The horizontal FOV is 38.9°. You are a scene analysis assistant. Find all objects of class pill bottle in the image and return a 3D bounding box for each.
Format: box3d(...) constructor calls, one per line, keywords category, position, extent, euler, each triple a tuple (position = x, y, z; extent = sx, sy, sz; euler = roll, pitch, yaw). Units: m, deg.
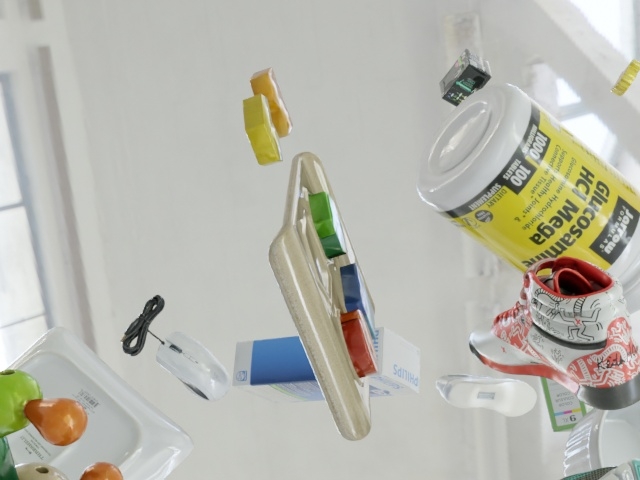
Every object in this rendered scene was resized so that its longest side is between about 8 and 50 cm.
box3d(category="pill bottle", position=(0.305, -0.041, 1.199), extent=(0.334, 0.187, 0.188), euler=(34, -37, -19))

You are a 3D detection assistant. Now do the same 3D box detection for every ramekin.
box3d(category="ramekin", position=(0.403, 0.287, 1.131), extent=(0.207, 0.207, 0.109), euler=(61, -30, 13))

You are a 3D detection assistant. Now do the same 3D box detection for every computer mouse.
box3d(category="computer mouse", position=(-0.221, 0.181, 1.453), extent=(0.193, 0.106, 0.042), euler=(38, -28, -5))

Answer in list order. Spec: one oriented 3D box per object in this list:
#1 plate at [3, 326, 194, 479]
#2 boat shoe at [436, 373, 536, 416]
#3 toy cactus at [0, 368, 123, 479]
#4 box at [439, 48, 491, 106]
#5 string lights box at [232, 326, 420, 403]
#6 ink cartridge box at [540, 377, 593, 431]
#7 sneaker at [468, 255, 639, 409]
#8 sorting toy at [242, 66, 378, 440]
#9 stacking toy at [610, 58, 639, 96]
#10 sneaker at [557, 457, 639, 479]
box3d(category="plate", position=(-0.347, 0.259, 1.128), extent=(0.277, 0.278, 0.045), euler=(35, -30, 23))
box3d(category="boat shoe", position=(0.279, 0.257, 1.534), extent=(0.063, 0.184, 0.066), euler=(-144, -120, -62))
box3d(category="toy cactus", position=(-0.169, 0.130, 0.461), extent=(0.219, 0.112, 0.180), euler=(14, -33, 25))
box3d(category="box", position=(0.258, -0.287, 1.622), extent=(0.083, 0.052, 0.062), euler=(-52, -159, 33))
box3d(category="string lights box", position=(0.009, 0.198, 1.404), extent=(0.260, 0.133, 0.076), euler=(-9, -115, 28))
box3d(category="ink cartridge box", position=(0.384, 0.237, 1.379), extent=(0.062, 0.109, 0.209), euler=(-19, -108, 26))
box3d(category="sneaker", position=(0.250, 0.083, 1.022), extent=(0.270, 0.090, 0.145), euler=(18, -53, 65))
box3d(category="sorting toy", position=(0.000, 0.000, 0.842), extent=(0.041, 0.229, 0.307), euler=(-16, -68, 12))
box3d(category="stacking toy", position=(0.537, -0.251, 1.308), extent=(0.167, 0.221, 0.052), euler=(33, -25, 6))
box3d(category="sneaker", position=(0.217, 0.242, 0.798), extent=(0.076, 0.167, 0.065), euler=(-29, -106, 63))
